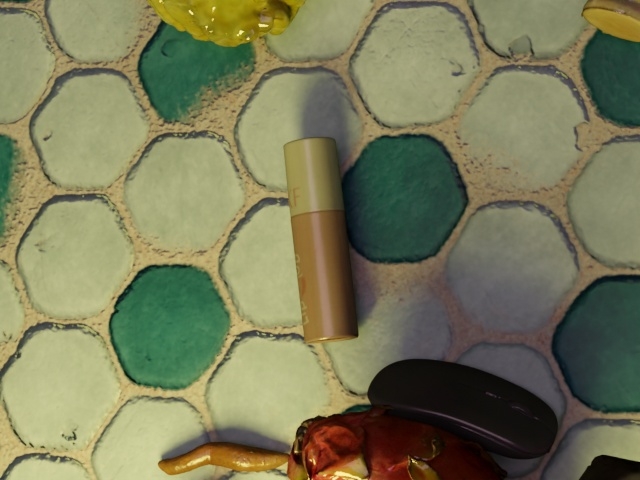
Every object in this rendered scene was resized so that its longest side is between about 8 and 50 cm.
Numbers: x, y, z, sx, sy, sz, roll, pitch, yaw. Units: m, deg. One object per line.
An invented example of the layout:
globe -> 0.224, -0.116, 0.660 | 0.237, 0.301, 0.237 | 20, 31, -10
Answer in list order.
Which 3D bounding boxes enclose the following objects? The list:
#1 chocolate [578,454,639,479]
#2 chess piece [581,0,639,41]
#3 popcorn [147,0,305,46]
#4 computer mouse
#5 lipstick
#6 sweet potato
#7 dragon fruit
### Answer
chocolate -> 0.385, 0.423, 1.507 | 0.297, 0.326, 0.314 | 21, 87, 28
chess piece -> 0.391, -0.337, 1.736 | 0.094, 0.094, 0.170 | 20, 85, 15
popcorn -> -0.109, -0.378, 1.795 | 0.224, 0.270, 0.258 | 55, 142, 17
computer mouse -> 0.172, 0.197, 1.719 | 0.232, 0.120, 0.057 | 17, 120, 16
lipstick -> 0.000, 0.000, 1.804 | 0.070, 0.070, 0.254 | -8, 82, 13
sweet potato -> -0.127, 0.277, 1.823 | 0.179, 0.044, 0.044 | -4, 83, 12
dragon fruit -> 0.105, 0.326, 1.648 | 0.250, 0.315, 0.250 | -31, 35, 25
